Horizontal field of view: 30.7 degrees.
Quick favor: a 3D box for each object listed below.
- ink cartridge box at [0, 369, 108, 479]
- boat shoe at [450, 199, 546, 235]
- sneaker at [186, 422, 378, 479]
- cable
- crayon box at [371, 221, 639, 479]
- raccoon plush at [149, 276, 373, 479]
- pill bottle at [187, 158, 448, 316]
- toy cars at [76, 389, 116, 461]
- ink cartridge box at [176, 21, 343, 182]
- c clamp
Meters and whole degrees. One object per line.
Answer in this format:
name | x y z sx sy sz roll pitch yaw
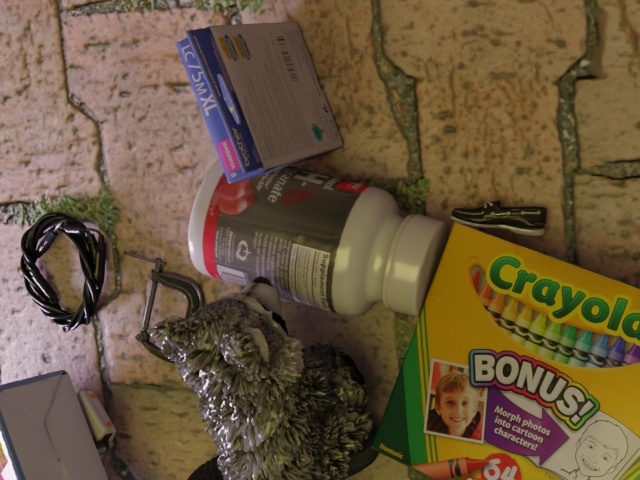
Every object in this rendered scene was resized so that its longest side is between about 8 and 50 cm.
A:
ink cartridge box | -0.499 0.409 1.803 0.395 0.151 0.270 -37 71 40
boat shoe | 0.233 -0.034 1.527 0.125 0.046 0.038 10 105 17
sneaker | -0.038 0.353 1.704 0.319 0.112 0.131 -20 117 22
cable | -0.402 0.053 1.801 0.150 0.047 0.184 12 106 19
crayon box | 0.283 0.184 1.446 0.363 0.106 0.313 21 95 29
raccoon plush | -0.074 0.275 1.481 0.216 0.299 0.446 -13 73 22
pill bottle | 0.000 0.000 1.557 0.318 0.176 0.176 15 106 18
toy cars | -0.372 0.415 1.845 0.176 0.087 0.394 10 102 40
ink cartridge box | -0.080 -0.179 1.477 0.065 0.311 0.186 -20 93 23
c clamp | -0.241 0.104 1.764 0.137 0.022 0.161 12 104 14
